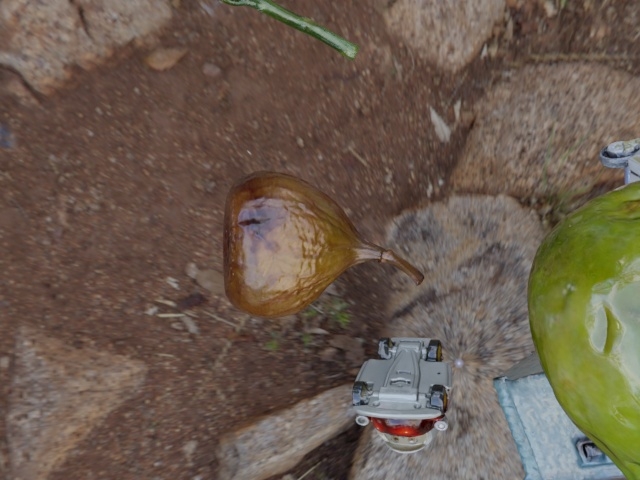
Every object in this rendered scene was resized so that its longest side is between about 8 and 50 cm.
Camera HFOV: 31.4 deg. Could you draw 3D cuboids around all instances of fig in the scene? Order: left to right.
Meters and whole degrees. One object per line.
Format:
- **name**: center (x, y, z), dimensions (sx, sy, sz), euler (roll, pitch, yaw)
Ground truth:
- **fig**: center (0.000, 0.000, 1.133), dimensions (0.201, 0.134, 0.146), euler (-2, 114, 1)
- **fig**: center (0.324, 0.100, 1.028), dimensions (0.233, 0.233, 0.314), euler (-29, 86, 3)

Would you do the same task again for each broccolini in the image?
- **broccolini**: center (-0.063, -0.257, 1.257), dimensions (0.239, 0.051, 0.054), euler (26, 43, -17)

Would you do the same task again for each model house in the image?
- **model house**: center (0.444, 0.305, 1.668), dimensions (0.295, 0.251, 0.329), euler (-18, 86, 37)

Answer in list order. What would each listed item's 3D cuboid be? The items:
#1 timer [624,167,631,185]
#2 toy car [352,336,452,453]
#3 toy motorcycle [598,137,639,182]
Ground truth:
- **timer**: center (0.655, -0.089, 1.731), dimensions (0.395, 0.395, 0.173), euler (15, 42, 8)
- **toy car**: center (0.102, 0.187, 1.331), dimensions (0.112, 0.139, 0.112), euler (1, 127, 16)
- **toy motorcycle**: center (0.503, -0.112, 1.599), dimensions (0.151, 0.228, 0.074), euler (-23, 116, -17)
